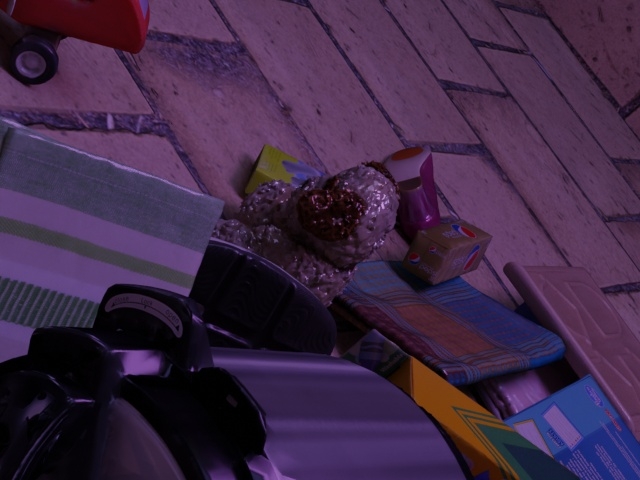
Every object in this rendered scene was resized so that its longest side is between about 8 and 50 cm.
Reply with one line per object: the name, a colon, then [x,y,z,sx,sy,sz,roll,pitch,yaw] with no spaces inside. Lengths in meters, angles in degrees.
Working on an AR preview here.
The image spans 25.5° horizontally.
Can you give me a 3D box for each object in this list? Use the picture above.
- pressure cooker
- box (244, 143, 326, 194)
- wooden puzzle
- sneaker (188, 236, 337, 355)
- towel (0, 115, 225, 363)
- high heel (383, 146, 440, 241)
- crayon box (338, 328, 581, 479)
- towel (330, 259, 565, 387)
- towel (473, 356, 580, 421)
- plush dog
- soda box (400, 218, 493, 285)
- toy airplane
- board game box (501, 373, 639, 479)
pressure cooker: [-0.112,0.249,1.029,0.420,0.375,0.369,8,49,-54]
box: [-0.011,-0.060,1.936,0.178,0.042,0.109,27,23,-7]
wooden puzzle: [0.423,0.181,2.190,0.322,0.080,0.348,57,22,21]
sneaker: [-0.197,0.001,1.392,0.448,0.169,0.257,22,20,-30]
towel: [-0.232,0.082,1.185,0.248,0.324,0.038,21,1,-44]
high heel: [0.156,-0.070,2.264,0.244,0.082,0.117,-101,175,-69]
crayon box: [0.108,0.262,1.549,0.323,0.203,0.083,37,28,-21]
towel: [0.161,0.102,1.940,0.271,0.040,0.370,35,19,27]
towel: [0.350,0.264,2.096,0.317,0.053,0.331,9,45,-51]
plush dog: [0.000,0.000,1.717,0.210,0.225,0.262,48,25,-1]
soda box: [0.185,0.015,2.057,0.058,0.061,0.181,31,18,19]
toy airplane: [-0.380,-0.395,1.621,0.384,0.272,0.386,1,53,-56]
board game box: [0.313,0.338,1.826,0.336,0.079,0.253,-17,67,-47]
